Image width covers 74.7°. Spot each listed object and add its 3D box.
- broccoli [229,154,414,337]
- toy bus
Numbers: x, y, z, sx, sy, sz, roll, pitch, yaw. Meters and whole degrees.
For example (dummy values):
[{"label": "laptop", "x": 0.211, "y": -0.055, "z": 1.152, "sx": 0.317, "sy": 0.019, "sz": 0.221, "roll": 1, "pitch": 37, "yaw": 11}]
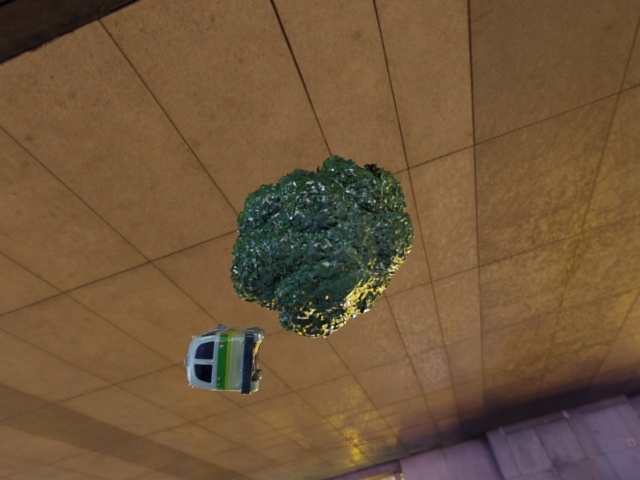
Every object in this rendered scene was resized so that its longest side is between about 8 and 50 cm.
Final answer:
[{"label": "broccoli", "x": 0.000, "y": 0.000, "z": 0.601, "sx": 0.269, "sy": 0.270, "sz": 0.270, "roll": -9, "pitch": 120, "yaw": -15}, {"label": "toy bus", "x": -0.221, "y": 0.277, "z": 1.016, "sx": 0.164, "sy": 0.134, "sz": 0.276, "roll": 4, "pitch": 171, "yaw": -5}]
